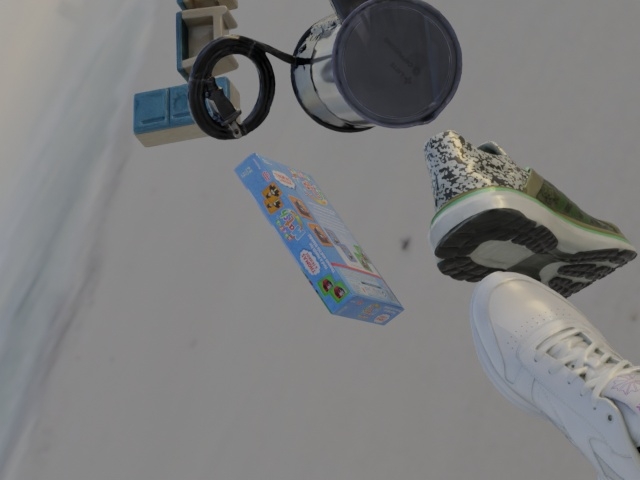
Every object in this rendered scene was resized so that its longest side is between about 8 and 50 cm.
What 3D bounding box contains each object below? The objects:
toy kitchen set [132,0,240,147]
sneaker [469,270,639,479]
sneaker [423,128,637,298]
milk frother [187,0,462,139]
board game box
[{"bbox_3d":[-0.177,-0.241,1.830,0.166,0.122,0.207,53,-149,-60],"label":"toy kitchen set"},{"bbox_3d":[0.252,0.129,1.393,0.114,0.305,0.152,-31,-23,-24],"label":"sneaker"},{"bbox_3d":[0.252,-0.040,1.936,0.158,0.410,0.182,-28,64,24],"label":"sneaker"},{"bbox_3d":[-0.002,-0.106,1.040,0.143,0.129,0.135,-47,10,-6],"label":"milk frother"},{"bbox_3d":[0.000,0.000,1.859,0.039,0.211,0.160,-39,-21,15],"label":"board game box"}]
